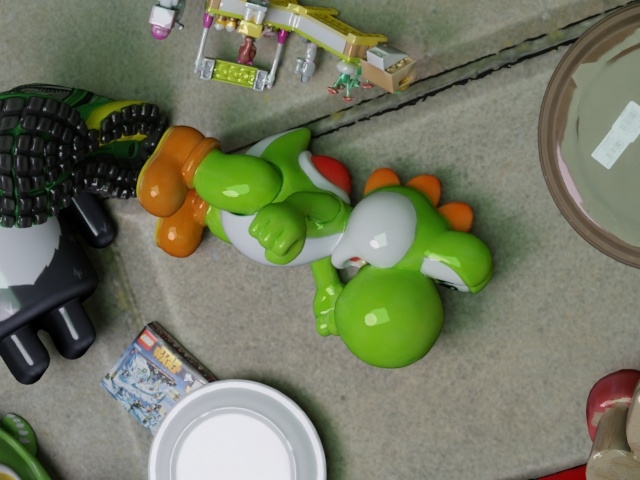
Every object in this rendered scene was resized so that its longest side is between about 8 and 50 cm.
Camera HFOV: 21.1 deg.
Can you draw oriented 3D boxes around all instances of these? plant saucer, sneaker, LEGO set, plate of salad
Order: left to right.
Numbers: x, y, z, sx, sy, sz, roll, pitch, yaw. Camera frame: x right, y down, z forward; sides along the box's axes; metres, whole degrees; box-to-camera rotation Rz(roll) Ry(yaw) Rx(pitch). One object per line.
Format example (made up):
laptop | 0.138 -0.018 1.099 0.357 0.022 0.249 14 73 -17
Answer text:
sneaker | -0.305 -0.094 1.764 0.146 0.343 0.134 15 100 25
plate of salad | -0.089 0.249 1.860 0.200 0.048 0.200 0 88 13
LEGO set | -0.037 -0.188 1.783 0.287 0.132 0.107 19 110 9
plant saucer | 0.349 -0.102 1.704 0.278 0.041 0.278 2 97 19

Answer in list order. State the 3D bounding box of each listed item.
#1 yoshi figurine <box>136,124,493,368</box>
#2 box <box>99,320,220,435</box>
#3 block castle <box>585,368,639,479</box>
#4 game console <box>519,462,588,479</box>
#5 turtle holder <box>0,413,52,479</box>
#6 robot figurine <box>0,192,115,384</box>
yoshi figurine | -0.010 0.021 1.767 0.362 0.203 0.203 17 117 14
box | -0.166 0.169 1.908 0.137 0.027 0.094 42 107 9
block castle | 0.487 0.145 1.601 0.303 0.213 0.453 47 114 -4
game console | 0.244 0.310 1.796 0.124 0.085 0.144 -15 92 -12
turtle holder | -0.409 0.330 1.901 0.320 0.227 0.243 26 103 14
robot figurine | -0.351 0.016 1.874 0.173 0.209 0.278 -33 86 32
